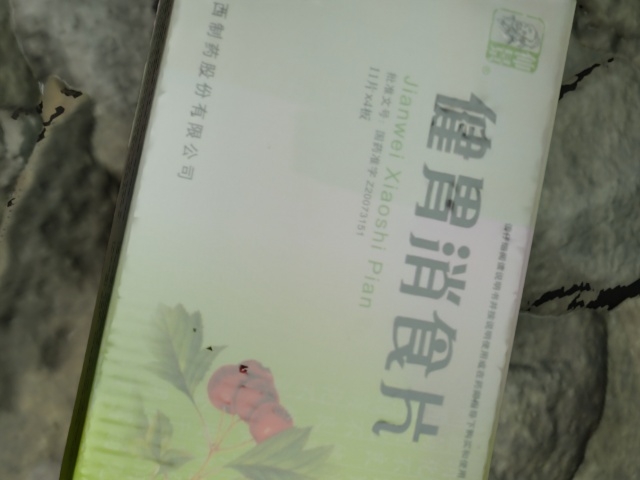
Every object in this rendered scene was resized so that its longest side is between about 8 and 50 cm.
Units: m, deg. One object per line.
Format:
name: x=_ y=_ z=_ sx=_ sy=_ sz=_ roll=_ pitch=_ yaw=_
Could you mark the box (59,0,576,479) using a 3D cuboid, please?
box: x=-0.001 y=0.001 z=0.565 sx=0.175 sy=0.062 sz=0.261 roll=12 pitch=86 yaw=-14
